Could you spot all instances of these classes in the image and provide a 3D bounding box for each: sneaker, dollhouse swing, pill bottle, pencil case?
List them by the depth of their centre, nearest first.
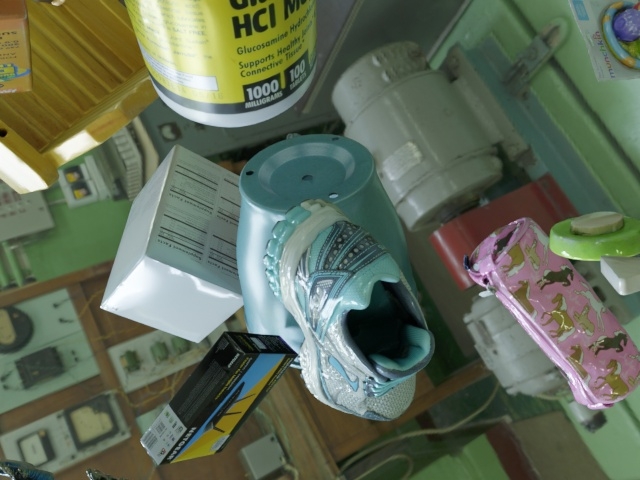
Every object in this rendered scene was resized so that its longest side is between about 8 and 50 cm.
[{"bbox_3d":[0.043,0.098,0.531,0.122,0.110,0.283,31,157,43],"label":"sneaker"},{"bbox_3d":[-0.098,-0.278,0.535,0.188,0.188,0.334,54,163,26],"label":"pill bottle"},{"bbox_3d":[-0.389,-0.291,0.929,0.315,0.347,0.305,43,145,-13],"label":"dollhouse swing"},{"bbox_3d":[0.448,0.140,1.132,0.386,0.167,0.160,47,-171,-7],"label":"pencil case"}]

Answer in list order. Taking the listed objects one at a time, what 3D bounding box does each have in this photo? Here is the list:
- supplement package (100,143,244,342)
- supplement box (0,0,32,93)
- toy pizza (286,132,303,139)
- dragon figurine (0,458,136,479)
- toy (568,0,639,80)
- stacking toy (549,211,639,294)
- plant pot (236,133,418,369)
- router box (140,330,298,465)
[{"bbox_3d":[-0.248,0.009,1.106,0.199,0.198,0.262,-40,35,39],"label":"supplement package"},{"bbox_3d":[-0.297,-0.189,0.519,0.233,0.078,0.080,3,104,66],"label":"supplement box"},{"bbox_3d":[0.009,-0.110,1.056,0.032,0.201,0.201,-43,63,16],"label":"toy pizza"},{"bbox_3d":[-0.197,0.250,0.451,0.085,0.289,0.144,-10,62,43],"label":"dragon figurine"},{"bbox_3d":[0.495,-0.317,0.894,0.056,0.237,0.137,-36,67,61],"label":"toy"},{"bbox_3d":[0.465,-0.048,0.784,0.309,0.279,0.130,-93,-6,-75],"label":"stacking toy"},{"bbox_3d":[0.000,0.000,0.854,0.271,0.272,0.255,42,152,43],"label":"plant pot"},{"bbox_3d":[-0.123,0.197,0.755,0.046,0.179,0.133,42,-170,27],"label":"router box"}]
